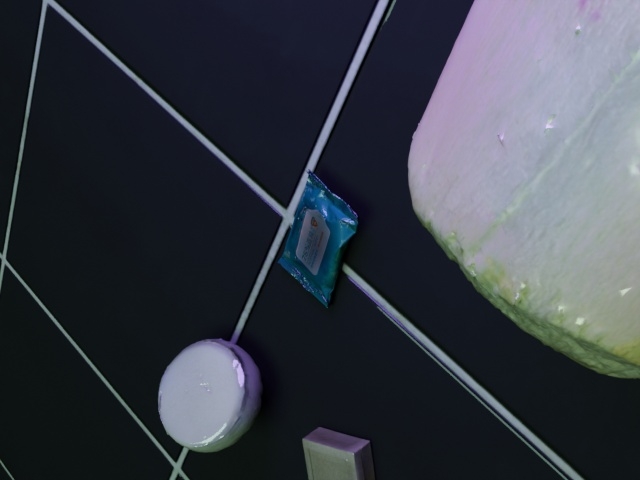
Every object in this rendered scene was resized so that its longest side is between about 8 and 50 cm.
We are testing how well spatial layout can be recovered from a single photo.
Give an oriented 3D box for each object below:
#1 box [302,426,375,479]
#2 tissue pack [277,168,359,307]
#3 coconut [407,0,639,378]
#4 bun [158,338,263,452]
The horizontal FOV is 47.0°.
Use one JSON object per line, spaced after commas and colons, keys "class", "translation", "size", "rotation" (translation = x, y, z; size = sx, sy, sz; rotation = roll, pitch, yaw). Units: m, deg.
{"class": "box", "translation": [0.023, 0.268, 0.855], "size": [0.079, 0.035, 0.083], "rotation": [4, 108, 40]}
{"class": "tissue pack", "translation": [0.000, 0.000, 0.790], "size": [0.085, 0.028, 0.138], "rotation": [43, 133, 25]}
{"class": "coconut", "translation": [0.227, -0.096, 0.399], "size": [0.297, 0.298, 0.309], "rotation": [45, 130, 20]}
{"class": "bun", "translation": [-0.127, 0.198, 0.925], "size": [0.138, 0.094, 0.138], "rotation": [-11, 64, 23]}
